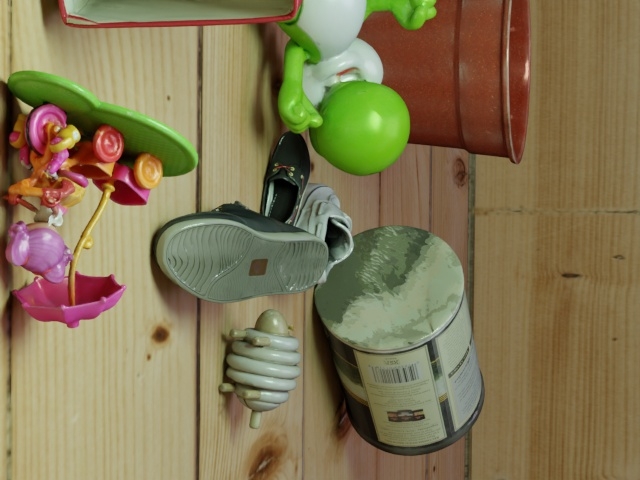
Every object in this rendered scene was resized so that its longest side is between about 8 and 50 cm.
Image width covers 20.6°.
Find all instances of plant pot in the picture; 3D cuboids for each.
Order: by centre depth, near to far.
[{"bbox_3d":[0.133,-0.239,2.329,0.272,0.265,0.272,2,90,-78],"label":"plant pot"}]

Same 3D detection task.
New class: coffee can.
[{"bbox_3d":[0.113,0.140,2.413,0.275,0.201,0.201,75,21,-52],"label":"coffee can"}]

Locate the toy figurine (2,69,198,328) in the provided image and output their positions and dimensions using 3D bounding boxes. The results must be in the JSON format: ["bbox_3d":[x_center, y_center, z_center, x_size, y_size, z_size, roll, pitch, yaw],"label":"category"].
[{"bbox_3d":[-0.188,-0.018,1.315,0.173,0.130,0.159,37,62,-48],"label":"toy figurine"}]

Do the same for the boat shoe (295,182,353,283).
[{"bbox_3d":[0.000,0.000,2.164,0.258,0.084,0.095,-64,152,-62],"label":"boat shoe"}]

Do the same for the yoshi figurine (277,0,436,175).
[{"bbox_3d":[0.025,-0.215,1.980,0.362,0.203,0.203,75,22,-43],"label":"yoshi figurine"}]

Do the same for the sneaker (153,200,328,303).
[{"bbox_3d":[-0.106,0.006,1.746,0.222,0.118,0.083,8,103,-50],"label":"sneaker"}]

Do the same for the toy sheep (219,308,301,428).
[{"bbox_3d":[-0.063,0.139,1.906,0.091,0.091,0.132,-7,111,-77],"label":"toy sheep"}]

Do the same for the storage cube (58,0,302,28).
[{"bbox_3d":[-0.102,-0.284,1.409,0.193,0.215,0.184,-75,161,-67],"label":"storage cube"}]

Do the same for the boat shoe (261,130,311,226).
[{"bbox_3d":[-0.040,-0.070,2.061,0.042,0.049,0.133,79,20,-71],"label":"boat shoe"}]
